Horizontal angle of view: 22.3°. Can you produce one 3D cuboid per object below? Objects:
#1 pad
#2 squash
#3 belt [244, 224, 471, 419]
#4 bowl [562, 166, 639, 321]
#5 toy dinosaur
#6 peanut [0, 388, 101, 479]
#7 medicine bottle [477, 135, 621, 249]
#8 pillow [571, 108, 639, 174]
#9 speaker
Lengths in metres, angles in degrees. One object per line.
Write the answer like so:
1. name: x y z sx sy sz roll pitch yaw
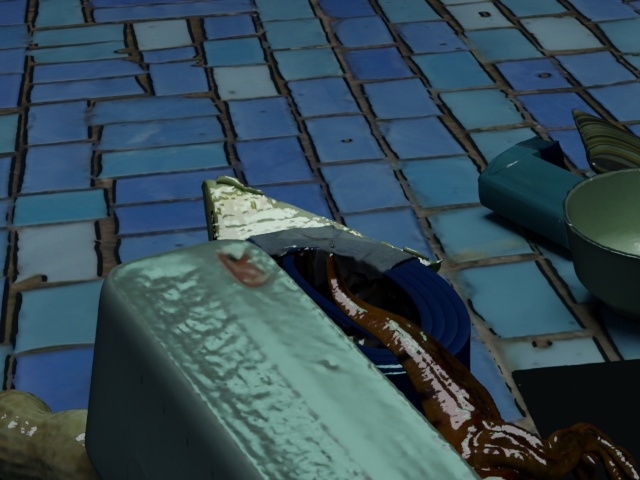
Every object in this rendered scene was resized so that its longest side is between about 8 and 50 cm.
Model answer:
1. pad: 0.286 0.173 1.546 0.164 0.004 0.243 -5 24 -4
2. squash: 0.000 0.000 1.859 0.252 0.093 0.169 -7 55 -7
3. belt: 0.023 0.097 1.614 0.212 0.117 0.347 -16 27 -23
4. bowl: 0.363 0.015 1.753 0.211 0.112 0.211 -2 29 1
5. toy dinosaur: 0.153 0.180 1.372 0.208 0.097 0.432 -1 42 -23
6. peanut: -0.239 0.189 1.479 0.228 0.085 0.104 11 18 32
7. medicine bottle: 0.294 -0.048 1.958 0.124 0.079 0.258 -16 27 -25
8. pillow: 0.406 -0.082 1.970 0.208 0.052 0.212 27 22 -8
9. speaker: -0.034 0.176 1.257 0.183 0.184 0.406 -15 39 -28
